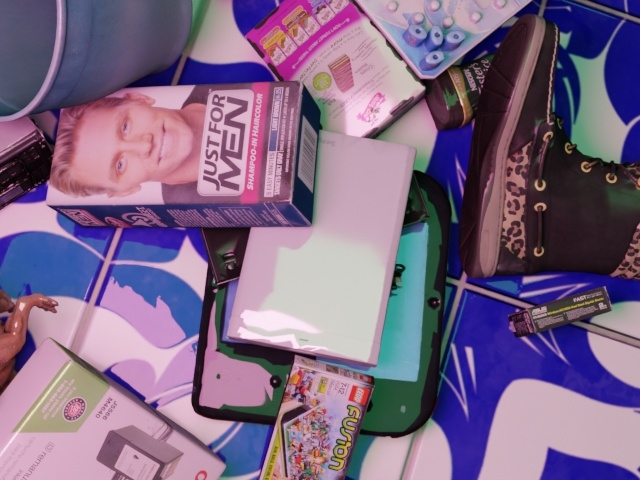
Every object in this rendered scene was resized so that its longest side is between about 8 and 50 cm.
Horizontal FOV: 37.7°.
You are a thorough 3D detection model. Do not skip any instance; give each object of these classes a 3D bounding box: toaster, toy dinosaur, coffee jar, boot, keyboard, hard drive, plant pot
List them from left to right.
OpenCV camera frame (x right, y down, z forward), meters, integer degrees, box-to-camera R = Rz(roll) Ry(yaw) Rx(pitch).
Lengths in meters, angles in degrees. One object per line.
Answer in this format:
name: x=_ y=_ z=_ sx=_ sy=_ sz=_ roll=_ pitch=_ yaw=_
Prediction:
toy dinosaur: x=-0.441 y=0.167 z=1.197 sx=0.127 sy=0.295 sz=0.200 roll=23 pitch=36 yaw=23
toaster: x=-0.460 y=-0.106 z=1.272 sx=0.186 sy=0.168 sz=0.110 roll=-35 pitch=82 yaw=-12
plant pot: x=-0.311 y=-0.295 z=1.189 sx=0.255 sy=0.272 sz=0.271 roll=-15 pitch=79 yaw=-50
keyboard: x=0.000 y=0.000 z=1.317 sx=0.317 sy=0.033 sz=0.201 roll=-17 pitch=75 yaw=-2
hard drive: x=0.005 y=0.002 z=1.280 sx=0.203 sy=0.040 sz=0.307 roll=10 pitch=76 yaw=5
coffee jar: x=0.246 y=-0.232 z=1.408 sx=0.184 sy=0.079 sz=0.096 roll=-20 pitch=82 yaw=-8
boot: x=0.363 y=-0.113 z=1.328 sx=0.284 sy=0.138 sz=0.377 roll=7 pitch=104 yaw=-7

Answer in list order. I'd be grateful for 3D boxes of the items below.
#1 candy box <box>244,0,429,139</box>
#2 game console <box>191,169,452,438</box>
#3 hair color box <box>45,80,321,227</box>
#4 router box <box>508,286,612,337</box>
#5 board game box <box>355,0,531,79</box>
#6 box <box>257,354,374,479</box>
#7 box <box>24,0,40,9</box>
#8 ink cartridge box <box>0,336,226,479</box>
candy box: x=0.025 y=-0.256 z=1.371 sx=0.159 sy=0.071 sz=0.233 roll=-39 pitch=84 yaw=11
game console: x=0.006 y=0.075 z=1.339 sx=0.342 sy=0.060 sz=0.386 roll=7 pitch=78 yaw=-5
hair color box: x=-0.183 y=-0.112 z=1.268 sx=0.347 sy=0.105 sz=0.173 roll=0 pitch=73 yaw=16
router box: x=0.343 y=0.104 z=1.349 sx=0.123 sy=0.092 sz=0.038 roll=-15 pitch=81 yaw=-8
board game box: x=0.176 y=-0.491 z=1.323 sx=0.390 sy=0.050 sz=0.390 roll=-39 pitch=88 yaw=-8
box: x=-0.010 y=0.267 z=1.271 sx=0.114 sy=0.036 sz=0.206 roll=15 pitch=103 yaw=-2
box: x=-0.480 y=-0.392 z=1.341 sx=0.262 sy=0.127 sz=0.231 roll=-40 pitch=85 yaw=-11
ink cartridge box: x=-0.285 y=0.283 z=1.178 sx=0.273 sy=0.115 sz=0.198 roll=42 pitch=77 yaw=-31
